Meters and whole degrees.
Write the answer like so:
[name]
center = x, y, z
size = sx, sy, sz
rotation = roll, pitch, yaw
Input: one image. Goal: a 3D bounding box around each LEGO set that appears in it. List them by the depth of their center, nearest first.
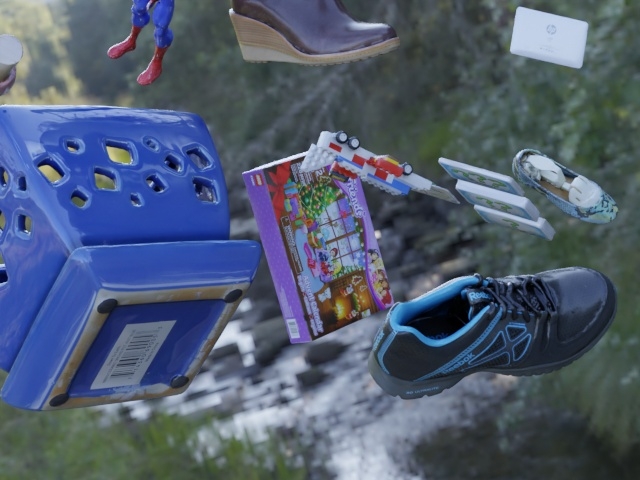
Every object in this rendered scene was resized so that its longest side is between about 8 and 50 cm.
[LEGO set]
center = 0.096, -0.047, 1.440
size = 0.244, 0.060, 0.182
rotation = 18, -9, 26

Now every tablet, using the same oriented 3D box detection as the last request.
[tablet]
center = 0.252, -0.223, 1.590
size = 0.083, 0.054, 0.006
rotation = 12, -8, -9

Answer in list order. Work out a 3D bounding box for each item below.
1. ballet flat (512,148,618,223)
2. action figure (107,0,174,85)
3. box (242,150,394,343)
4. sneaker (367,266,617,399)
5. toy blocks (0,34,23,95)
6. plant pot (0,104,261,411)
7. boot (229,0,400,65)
[ballet flat]
center = 0.390, -0.089, 2.309
size = 0.188, 0.070, 0.070
rotation = 28, 26, 17
[action figure]
center = -0.232, -0.304, 1.868
size = 0.139, 0.091, 0.280
rotation = -42, -12, -42
[box]
center = 0.000, 0.000, 2.380
size = 0.201, 0.293, 0.057
rotation = -21, 8, -41
[sneaker]
center = 0.229, 0.102, 1.820
size = 0.341, 0.125, 0.139
rotation = -18, -32, -15
[toy blocks]
center = -0.507, -0.378, 1.972
size = 0.288, 0.309, 0.260
rotation = -64, 16, -20
[plant pot]
center = -0.209, 0.026, 1.369
size = 0.236, 0.212, 0.236
rotation = -2, -43, -41
[boot]
center = -0.016, -0.336, 1.889
size = 0.248, 0.207, 0.090
rotation = 4, 16, 29
